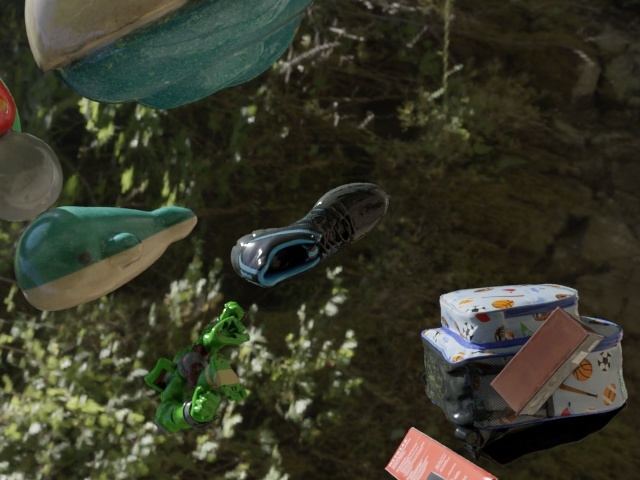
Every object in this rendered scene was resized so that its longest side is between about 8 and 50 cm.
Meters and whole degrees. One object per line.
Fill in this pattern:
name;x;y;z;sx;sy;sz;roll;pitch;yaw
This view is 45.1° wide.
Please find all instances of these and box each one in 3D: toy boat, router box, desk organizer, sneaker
toy boat;-0.133;-0.127;0.531;0.148;0.318;0.267;64;-162;-17
router box;0.288;0.423;1.116;0.082;0.335;0.301;-55;11;-9
desk organizer;0.267;0.144;0.915;0.047;0.050;0.130;17;-65;-49
sneaker;0.000;0.000;1.511;0.140;0.341;0.125;34;150;63

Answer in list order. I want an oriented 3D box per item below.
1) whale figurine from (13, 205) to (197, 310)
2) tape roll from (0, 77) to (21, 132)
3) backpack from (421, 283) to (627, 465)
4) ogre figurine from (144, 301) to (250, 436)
whale figurine;-0.324;-0.003;1.152;0.272;0.141;0.216;-30;11;-30
tape roll;-0.571;-0.132;1.032;0.321;0.077;0.321;-31;-40;-31
backpack;0.290;0.166;1.097;0.276;0.264;0.213;-118;28;-80
ogre figurine;-0.153;0.167;0.971;0.118;0.097;0.197;-37;43;26
